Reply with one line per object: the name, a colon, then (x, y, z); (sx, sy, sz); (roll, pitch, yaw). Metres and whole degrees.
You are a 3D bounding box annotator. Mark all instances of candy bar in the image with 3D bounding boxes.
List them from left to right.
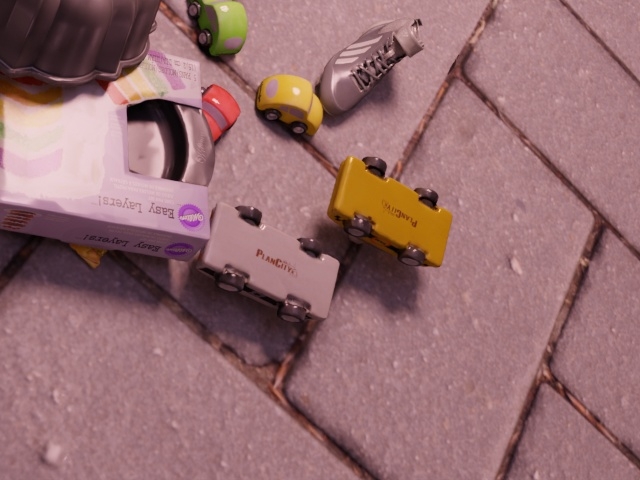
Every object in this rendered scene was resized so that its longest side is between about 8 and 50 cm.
candy bar: (-0.226, -0.030, 1.467); (0.040, 0.018, 0.161); (47, 48, -10)

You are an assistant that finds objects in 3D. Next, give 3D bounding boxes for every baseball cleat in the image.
baseball cleat: (0.074, -0.250, 1.752); (0.072, 0.109, 0.206); (54, 48, -25)

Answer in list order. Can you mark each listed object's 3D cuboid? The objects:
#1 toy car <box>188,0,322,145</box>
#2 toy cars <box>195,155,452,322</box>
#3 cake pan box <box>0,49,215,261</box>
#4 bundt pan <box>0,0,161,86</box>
toy car: (-0.107, -0.231, 1.637); (0.239, 0.053, 0.225); (-13, 78, -42)
toy cars: (0.000, 0.000, 1.593); (0.394, 0.087, 0.176); (-22, 95, -38)
cake pan box: (-0.250, -0.113, 1.440); (0.267, 0.070, 0.245); (12, 61, -30)
bundt pan: (-0.310, -0.332, 1.416); (0.331, 0.124, 0.330); (22, 41, -21)
